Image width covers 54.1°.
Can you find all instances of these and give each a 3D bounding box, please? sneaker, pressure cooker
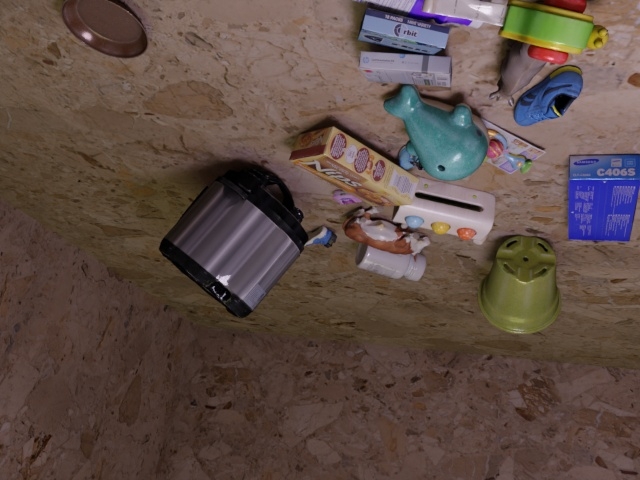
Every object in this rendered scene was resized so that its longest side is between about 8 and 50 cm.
[{"bbox_3d":[0.000,0.001,2.300,0.084,0.058,0.152,32,144,-22],"label":"sneaker"},{"bbox_3d":[0.254,-0.218,1.655,0.063,0.073,0.162,20,160,-18],"label":"sneaker"},{"bbox_3d":[0.487,-0.292,1.366,0.069,0.082,0.209,16,158,-13],"label":"sneaker"},{"bbox_3d":[-0.243,-0.013,1.976,0.375,0.420,0.370,42,169,-14],"label":"pressure cooker"}]

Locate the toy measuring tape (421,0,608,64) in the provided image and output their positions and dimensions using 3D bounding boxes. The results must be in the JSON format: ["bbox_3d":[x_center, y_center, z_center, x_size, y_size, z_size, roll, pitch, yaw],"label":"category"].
[{"bbox_3d":[0.341,-0.369,1.056,0.330,0.121,0.121,8,158,-10],"label":"toy measuring tape"}]

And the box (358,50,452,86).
[{"bbox_3d":[0.184,-0.362,1.331,0.186,0.038,0.145,6,-176,13],"label":"box"}]

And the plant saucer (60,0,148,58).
[{"bbox_3d":[-0.485,-0.495,1.430,0.199,0.036,0.198,11,156,5],"label":"plant saucer"}]

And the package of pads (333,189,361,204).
[{"bbox_3d":[0.088,-0.139,1.970,0.083,0.032,0.050,-6,150,36],"label":"package of pads"}]

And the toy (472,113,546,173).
[{"bbox_3d":[0.427,-0.225,1.578,0.237,0.056,0.137,20,155,-18],"label":"toy"}]

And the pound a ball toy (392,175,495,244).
[{"bbox_3d":[0.376,-0.061,1.879,0.319,0.135,0.208,14,157,-2],"label":"pound a ball toy"}]

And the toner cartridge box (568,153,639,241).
[{"bbox_3d":[0.748,-0.105,1.672,0.165,0.075,0.348,1,155,21],"label":"toner cartridge box"}]

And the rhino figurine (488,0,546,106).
[{"bbox_3d":[0.395,-0.348,1.245,0.073,0.106,0.243,14,157,-4],"label":"rhino figurine"}]

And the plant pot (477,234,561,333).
[{"bbox_3d":[0.662,0.126,2.055,0.276,0.276,0.254,6,145,15],"label":"plant pot"}]

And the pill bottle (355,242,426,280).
[{"bbox_3d":[0.251,0.065,2.233,0.229,0.131,0.131,18,156,-13],"label":"pill bottle"}]

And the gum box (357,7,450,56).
[{"bbox_3d":[0.155,-0.398,1.212,0.157,0.041,0.184,13,-169,-2],"label":"gum box"}]

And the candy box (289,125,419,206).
[{"bbox_3d":[0.094,-0.194,1.727,0.316,0.087,0.183,27,166,-30],"label":"candy box"}]

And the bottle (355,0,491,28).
[{"bbox_3d":[0.165,-0.457,1.125,0.283,0.092,0.118,15,164,-8],"label":"bottle"}]

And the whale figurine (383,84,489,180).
[{"bbox_3d":[0.266,-0.247,1.476,0.272,0.141,0.216,37,146,-17],"label":"whale figurine"}]

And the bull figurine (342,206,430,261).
[{"bbox_3d":[0.230,-0.021,2.089,0.310,0.101,0.188,12,153,-6],"label":"bull figurine"}]
